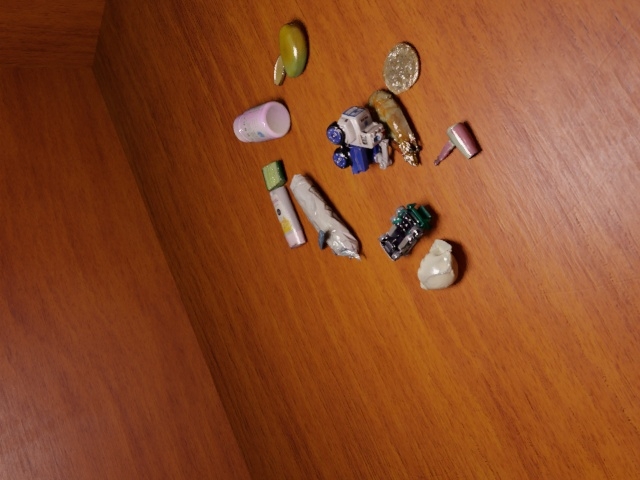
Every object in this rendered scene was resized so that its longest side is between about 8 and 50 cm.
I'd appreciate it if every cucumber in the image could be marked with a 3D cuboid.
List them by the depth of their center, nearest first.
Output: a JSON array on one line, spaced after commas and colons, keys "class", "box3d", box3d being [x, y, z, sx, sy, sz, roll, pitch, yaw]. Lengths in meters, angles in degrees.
[{"class": "cucumber", "box3d": [-0.197, -0.290, 2.046, 0.116, 0.062, 0.115, -16, 92, 44]}]

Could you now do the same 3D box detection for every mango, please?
[{"class": "mango", "box3d": [-0.105, -0.721, 1.758, 0.130, 0.091, 0.195, 31, 130, 39]}]

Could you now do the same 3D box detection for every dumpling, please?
[{"class": "dumpling", "box3d": [0.368, 0.076, 1.472, 0.181, 0.111, 0.155, -23, 54, 45]}]

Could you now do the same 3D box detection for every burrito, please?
[{"class": "burrito", "box3d": [0.021, -0.075, 1.823, 0.446, 0.101, 0.139, 53, 159, 21]}]

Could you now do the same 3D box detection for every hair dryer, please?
[{"class": "hair dryer", "box3d": [0.390, -0.267, 1.370, 0.106, 0.054, 0.154, 62, 150, 7]}]

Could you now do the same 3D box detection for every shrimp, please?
[{"class": "shrimp", "box3d": [0.238, -0.356, 1.507, 0.295, 0.062, 0.154, 63, 153, 17]}]

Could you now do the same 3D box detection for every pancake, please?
[{"class": "pancake", "box3d": [0.249, -0.539, 1.450, 0.151, 0.025, 0.152, 22, 120, 44]}]

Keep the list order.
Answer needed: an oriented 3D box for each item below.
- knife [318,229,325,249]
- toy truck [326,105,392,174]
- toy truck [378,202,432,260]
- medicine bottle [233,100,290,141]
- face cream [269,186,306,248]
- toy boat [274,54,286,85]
[{"class": "knife", "box3d": [0.000, 0.000, 1.818, 0.313, 0.019, 0.045, 95, 151, -77]}, {"class": "toy truck", "box3d": [0.139, -0.329, 1.528, 0.176, 0.161, 0.213, 23, 143, 39]}, {"class": "toy truck", "box3d": [0.290, -0.031, 1.515, 0.110, 0.116, 0.216, 56, 145, 23]}, {"class": "medicine bottle", "box3d": [-0.254, -0.497, 1.971, 0.254, 0.151, 0.152, 1, 104, 49]}, {"class": "face cream", "box3d": [-0.143, -0.099, 2.041, 0.107, 0.073, 0.270, -28, 82, 59]}, {"class": "toy boat", "box3d": [-0.158, -0.698, 1.865, 0.047, 0.049, 0.149, 22, 122, 9]}]
